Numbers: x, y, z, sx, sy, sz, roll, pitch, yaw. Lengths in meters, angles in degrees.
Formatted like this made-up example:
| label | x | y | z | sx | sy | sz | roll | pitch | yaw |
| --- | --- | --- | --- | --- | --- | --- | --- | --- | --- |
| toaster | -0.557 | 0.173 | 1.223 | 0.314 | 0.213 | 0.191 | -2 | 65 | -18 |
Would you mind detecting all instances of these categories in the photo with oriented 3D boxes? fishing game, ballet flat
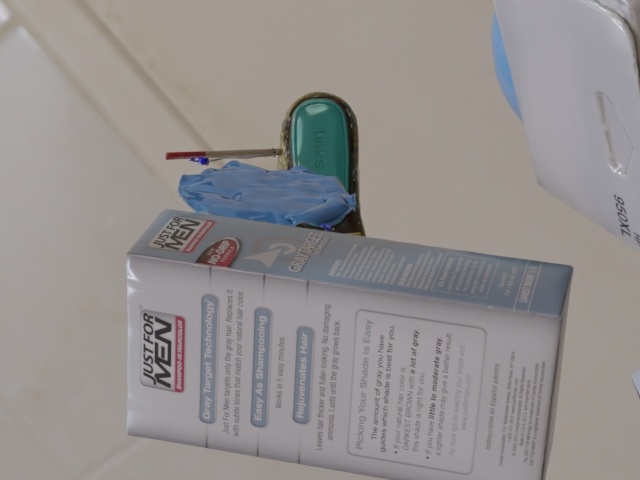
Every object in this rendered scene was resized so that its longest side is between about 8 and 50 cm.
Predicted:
| label | x | y | z | sx | sy | sz | roll | pitch | yaw |
| --- | --- | --- | --- | --- | --- | --- | --- | --- | --- |
| fishing game | -0.055 | -0.040 | 1.635 | 0.189 | 0.041 | 0.264 | -5 | 24 | -23 |
| ballet flat | 0.000 | 0.000 | 1.891 | 0.123 | 0.348 | 0.123 | 0 | -4 | 0 |

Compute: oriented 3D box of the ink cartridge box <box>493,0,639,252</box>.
| label | x | y | z | sx | sy | sz | roll | pitch | yaw |
| --- | --- | --- | --- | --- | --- | --- | --- | --- | --- |
| ink cartridge box | 0.338 | -0.215 | 1.262 | 0.395 | 0.285 | 0.166 | -39 | 47 | -17 |

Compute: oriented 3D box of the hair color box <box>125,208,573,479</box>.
| label | x | y | z | sx | sy | sz | roll | pitch | yaw |
| --- | --- | --- | --- | --- | --- | --- | --- | --- | --- |
| hair color box | 0.022 | 0.098 | 1.397 | 0.374 | 0.185 | 0.113 | 8 | 25 | 11 |

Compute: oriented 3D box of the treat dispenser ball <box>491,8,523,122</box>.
| label | x | y | z | sx | sy | sz | roll | pitch | yaw |
| --- | --- | --- | --- | --- | --- | --- | --- | --- | --- |
| treat dispenser ball | 0.346 | -0.237 | 1.878 | 0.288 | 0.288 | 0.288 | -39 | 11 | 9 |

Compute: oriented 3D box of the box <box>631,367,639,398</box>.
| label | x | y | z | sx | sy | sz | roll | pitch | yaw |
| --- | --- | --- | --- | --- | --- | --- | --- | --- | --- |
| box | 0.481 | 0.122 | 1.553 | 0.262 | 0.126 | 0.231 | 2 | -35 | -35 |
